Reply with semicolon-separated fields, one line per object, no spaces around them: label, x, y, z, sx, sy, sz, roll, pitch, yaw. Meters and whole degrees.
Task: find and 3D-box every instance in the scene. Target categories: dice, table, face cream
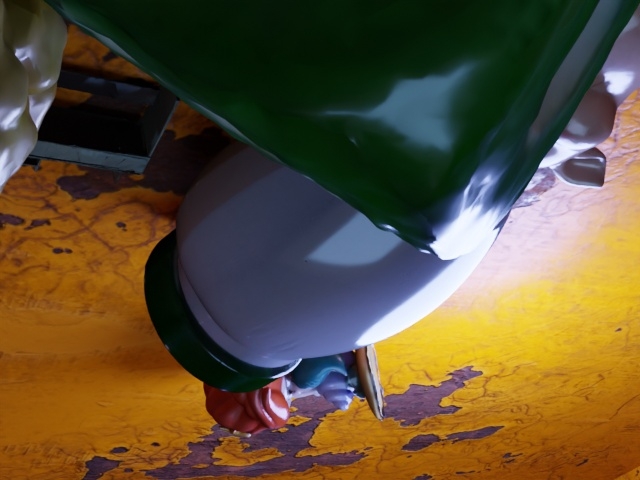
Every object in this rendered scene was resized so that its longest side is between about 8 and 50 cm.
dice;0.025;-0.179;0.536;0.287;0.300;0.297;-57;165;4
table;-0.235;-0.105;0.884;0.146;0.062;0.175;7;141;-29
face cream;0.000;0.000;0.983;0.312;0.219;0.357;19;138;-41

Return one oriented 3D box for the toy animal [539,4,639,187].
toy animal;0.226;-0.170;0.855;0.154;0.166;0.250;-15;150;-29

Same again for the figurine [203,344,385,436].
figurine;-0.050;0.188;1.340;0.257;0.181;0.208;-13;-171;5

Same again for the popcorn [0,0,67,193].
popcorn;-0.354;-0.113;0.554;0.354;0.390;0.344;8;142;31
